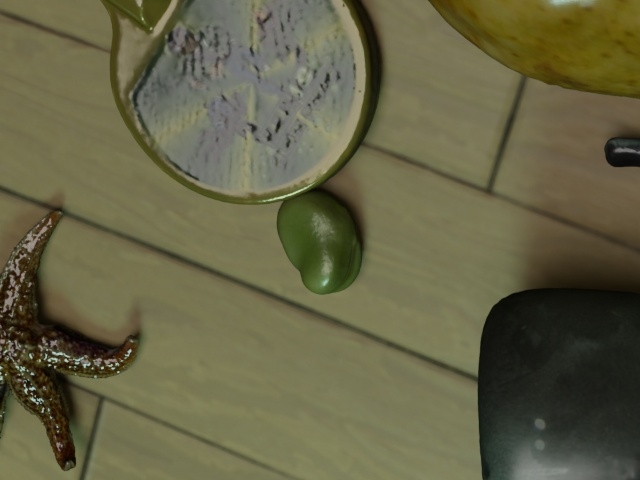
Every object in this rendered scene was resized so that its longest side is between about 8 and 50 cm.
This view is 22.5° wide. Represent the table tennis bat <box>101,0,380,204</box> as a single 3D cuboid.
[{"bbox_3d":[-0.102,-0.160,1.200,0.321,0.050,0.198,37,107,4],"label":"table tennis bat"}]

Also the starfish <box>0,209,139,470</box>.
[{"bbox_3d":[-0.254,0.085,1.327,0.213,0.057,0.238,12,111,8],"label":"starfish"}]

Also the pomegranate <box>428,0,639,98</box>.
[{"bbox_3d":[0.190,-0.281,0.871,0.410,0.410,0.410,6,108,18],"label":"pomegranate"}]

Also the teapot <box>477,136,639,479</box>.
[{"bbox_3d":[0.263,0.104,1.105,0.285,0.305,0.223,-5,141,14],"label":"teapot"}]

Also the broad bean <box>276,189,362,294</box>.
[{"bbox_3d":[0.000,0.000,1.219,0.063,0.045,0.083,-22,90,32],"label":"broad bean"}]
